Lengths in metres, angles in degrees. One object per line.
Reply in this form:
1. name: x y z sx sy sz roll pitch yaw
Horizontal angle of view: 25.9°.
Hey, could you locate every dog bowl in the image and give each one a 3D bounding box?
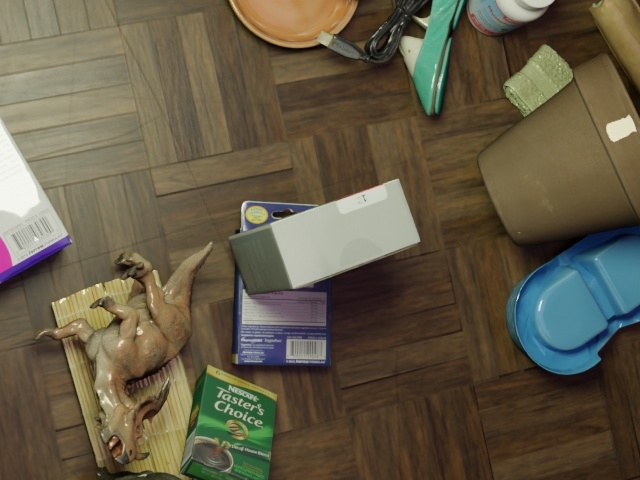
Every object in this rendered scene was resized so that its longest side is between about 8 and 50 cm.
1. dog bowl: 0.399 0.076 2.053 0.297 0.074 0.166 -33 97 -16

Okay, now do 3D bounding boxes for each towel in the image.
1. towel: 0.351 -0.209 2.075 0.110 0.027 0.148 -46 100 -14

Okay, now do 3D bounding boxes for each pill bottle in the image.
1. pill bottle: 0.276 -0.348 1.989 0.087 0.160 0.087 1 87 -16

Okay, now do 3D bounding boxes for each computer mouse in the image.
1. computer mouse: 0.020 -0.361 1.933 0.262 0.060 0.184 30 83 -20

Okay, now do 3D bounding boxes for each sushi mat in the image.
1. sushi mat: -0.250 0.208 1.880 0.151 0.019 0.316 -16 92 -18

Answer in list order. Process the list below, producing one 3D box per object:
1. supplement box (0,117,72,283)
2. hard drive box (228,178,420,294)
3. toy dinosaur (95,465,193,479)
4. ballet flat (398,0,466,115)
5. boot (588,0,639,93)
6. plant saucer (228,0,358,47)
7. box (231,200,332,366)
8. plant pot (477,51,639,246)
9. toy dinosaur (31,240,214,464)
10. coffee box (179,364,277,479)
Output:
1. supplement box: -0.426 -0.065 1.791 0.111 0.114 0.220 -30 97 -15
2. hard drive box: 0.000 0.000 1.817 0.181 0.232 0.089 -20 92 -18
3. toy dinosaur: -0.223 0.336 1.766 0.160 0.313 0.121 -13 79 19
4. ballet flat: 0.158 -0.301 2.004 0.087 0.083 0.247 14 83 9
5. boot: 0.476 -0.235 2.020 0.089 0.236 0.269 -30 94 18
6. plant saucer: -0.042 -0.367 1.959 0.200 0.037 0.200 1 88 -17
7. box: -0.051 0.061 1.937 0.136 0.036 0.225 3 87 -17
8. plant pot: 0.353 -0.103 1.966 0.229 0.263 0.263 -24 95 14
9. toy dinosaur: -0.229 0.137 1.823 0.295 0.127 0.200 -47 109 -27
10. coffee box: -0.119 0.254 1.845 0.113 0.184 0.040 26 122 -13
